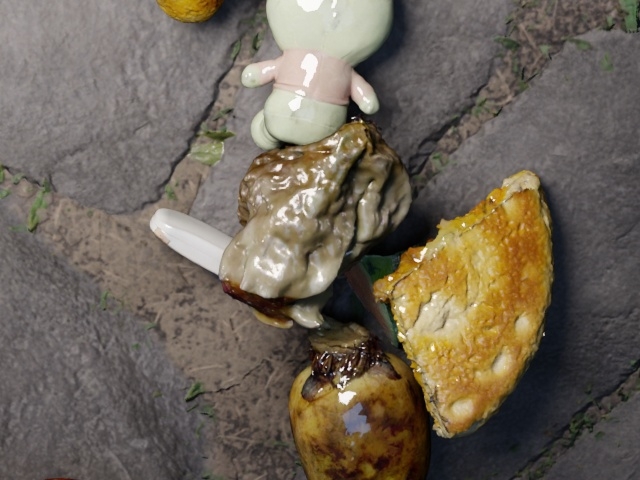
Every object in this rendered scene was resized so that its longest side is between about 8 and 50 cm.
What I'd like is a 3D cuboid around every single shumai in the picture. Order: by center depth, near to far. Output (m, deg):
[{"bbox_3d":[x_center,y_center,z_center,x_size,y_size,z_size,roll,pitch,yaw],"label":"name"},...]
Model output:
[{"bbox_3d":[0.001,0.001,1.109,0.218,0.185,0.184,-20,154,32],"label":"shumai"}]

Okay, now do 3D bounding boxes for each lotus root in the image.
[{"bbox_3d":[0.054,0.245,1.262,0.169,0.141,0.314,-14,112,-4],"label":"lotus root"}]

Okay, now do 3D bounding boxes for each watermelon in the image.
[{"bbox_3d":[0.088,0.062,1.252,0.101,0.080,0.155,-34,111,-30],"label":"watermelon"}]

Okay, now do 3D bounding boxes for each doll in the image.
[{"bbox_3d":[0.006,-0.212,1.105,0.154,0.113,0.275,17,108,-5],"label":"doll"}]

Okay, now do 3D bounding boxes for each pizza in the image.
[{"bbox_3d":[0.166,0.068,1.208,0.226,0.086,0.336,15,92,-18],"label":"pizza"}]

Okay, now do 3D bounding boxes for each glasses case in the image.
[{"bbox_3d":[-0.125,0.012,1.204,0.164,0.063,0.041,28,103,-15],"label":"glasses case"}]

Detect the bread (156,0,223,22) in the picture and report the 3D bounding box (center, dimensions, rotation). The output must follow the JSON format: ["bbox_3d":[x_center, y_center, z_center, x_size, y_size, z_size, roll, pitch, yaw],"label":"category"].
[{"bbox_3d":[-0.043,-0.359,1.049,0.344,0.084,0.124,-38,85,9],"label":"bread"}]

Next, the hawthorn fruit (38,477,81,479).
[{"bbox_3d":[-0.323,0.436,1.206,0.287,0.330,0.287,-1,98,-4],"label":"hawthorn fruit"}]
